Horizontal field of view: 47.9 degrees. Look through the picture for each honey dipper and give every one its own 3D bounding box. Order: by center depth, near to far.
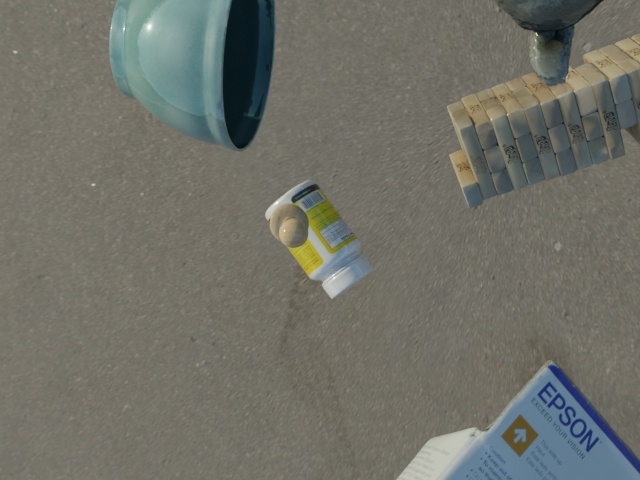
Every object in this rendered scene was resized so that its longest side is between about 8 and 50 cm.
[{"bbox_3d":[-0.022,-0.008,0.504,0.031,0.160,0.030,0,95,-3],"label":"honey dipper"}]

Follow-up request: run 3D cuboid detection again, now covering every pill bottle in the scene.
[{"bbox_3d":[0.000,0.000,1.367,0.119,0.119,0.208,-38,84,18],"label":"pill bottle"}]

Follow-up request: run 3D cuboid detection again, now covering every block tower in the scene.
[{"bbox_3d":[0.296,-0.144,0.753,0.336,0.091,0.097,-20,117,12],"label":"block tower"}]

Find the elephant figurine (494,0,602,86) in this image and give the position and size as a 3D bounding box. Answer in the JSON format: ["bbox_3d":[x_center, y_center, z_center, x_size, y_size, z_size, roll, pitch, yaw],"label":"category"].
[{"bbox_3d":[0.193,-0.246,0.439,0.239,0.186,0.169,-18,52,48],"label":"elephant figurine"}]

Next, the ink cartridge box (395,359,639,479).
[{"bbox_3d":[0.104,0.213,0.363,0.224,0.045,0.223,-44,99,-17],"label":"ink cartridge box"}]

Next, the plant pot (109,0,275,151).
[{"bbox_3d":[-0.198,-0.293,1.104,0.196,0.293,0.293,8,102,8],"label":"plant pot"}]
